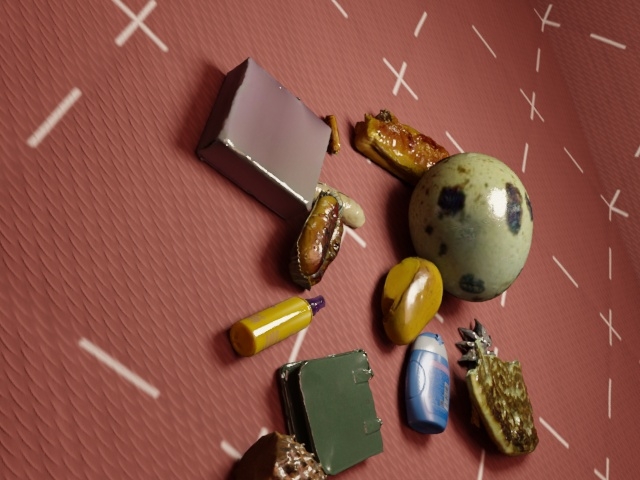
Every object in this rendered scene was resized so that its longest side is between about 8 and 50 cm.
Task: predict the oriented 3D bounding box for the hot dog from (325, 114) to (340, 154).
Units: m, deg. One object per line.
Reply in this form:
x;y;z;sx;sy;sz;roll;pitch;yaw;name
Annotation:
0.031;-0.292;1.884;0.037;0.049;0.122;-7;67;-10;hot dog

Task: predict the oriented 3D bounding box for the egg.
0.425;-0.035;1.946;0.345;0.345;0.428;-10;94;-48;egg

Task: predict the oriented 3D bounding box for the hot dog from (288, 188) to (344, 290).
0.000;0.000;1.645;0.163;0.081;0.270;80;25;-45;hot dog

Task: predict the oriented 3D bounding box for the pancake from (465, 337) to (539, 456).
0.513;0.457;1.964;0.426;0.066;0.305;29;51;-46;pancake

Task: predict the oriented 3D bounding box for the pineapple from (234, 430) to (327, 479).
-0.011;0.540;1.350;0.364;0.165;0.165;52;42;-19;pineapple

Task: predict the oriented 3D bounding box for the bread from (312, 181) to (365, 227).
0.045;-0.100;1.796;0.214;0.053;0.073;29;48;-34;bread

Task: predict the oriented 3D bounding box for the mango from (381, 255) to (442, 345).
0.238;0.160;1.819;0.167;0.130;0.262;54;48;-20;mango

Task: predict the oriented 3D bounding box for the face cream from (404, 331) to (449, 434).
0.282;0.363;1.797;0.149;0.083;0.264;34;50;-32;face cream

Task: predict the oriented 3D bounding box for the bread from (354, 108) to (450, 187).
0.255;-0.280;2.068;0.380;0.109;0.185;27;54;-34;bread

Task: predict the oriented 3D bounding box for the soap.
-0.124;-0.241;1.643;0.296;0.107;0.285;38;48;-28;soap

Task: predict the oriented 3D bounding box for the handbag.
0.036;0.379;1.534;0.260;0.079;0.248;0;73;-49;handbag

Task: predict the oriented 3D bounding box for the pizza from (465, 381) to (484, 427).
0.453;0.476;1.949;0.178;0.041;0.131;45;46;-37;pizza

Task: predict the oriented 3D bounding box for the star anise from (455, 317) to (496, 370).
0.475;0.334;2.035;0.181;0.061;0.204;50;42;-17;star anise

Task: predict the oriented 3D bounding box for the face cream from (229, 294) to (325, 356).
-0.079;0.174;1.510;0.273;0.078;0.078;-21;87;-49;face cream
